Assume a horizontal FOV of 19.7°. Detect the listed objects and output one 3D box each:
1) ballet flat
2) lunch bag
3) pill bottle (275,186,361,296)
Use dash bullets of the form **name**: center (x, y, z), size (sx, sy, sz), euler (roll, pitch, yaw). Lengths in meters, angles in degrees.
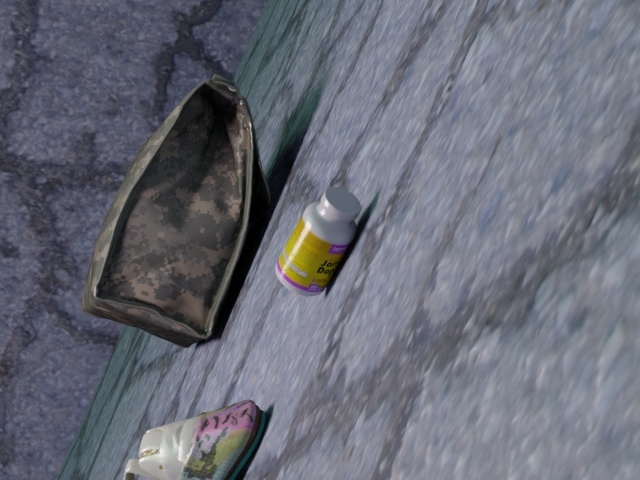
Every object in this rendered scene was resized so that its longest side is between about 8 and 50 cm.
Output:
- **ballet flat**: center (-0.117, 0.191, 1.489), size (0.221, 0.079, 0.077), euler (-57, 11, 47)
- **lunch bag**: center (-0.154, -0.034, 2.110), size (0.235, 0.169, 0.287), euler (149, 140, -77)
- **pill bottle**: center (0.000, 0.000, 1.406), size (0.043, 0.043, 0.083), euler (-77, 13, -55)
